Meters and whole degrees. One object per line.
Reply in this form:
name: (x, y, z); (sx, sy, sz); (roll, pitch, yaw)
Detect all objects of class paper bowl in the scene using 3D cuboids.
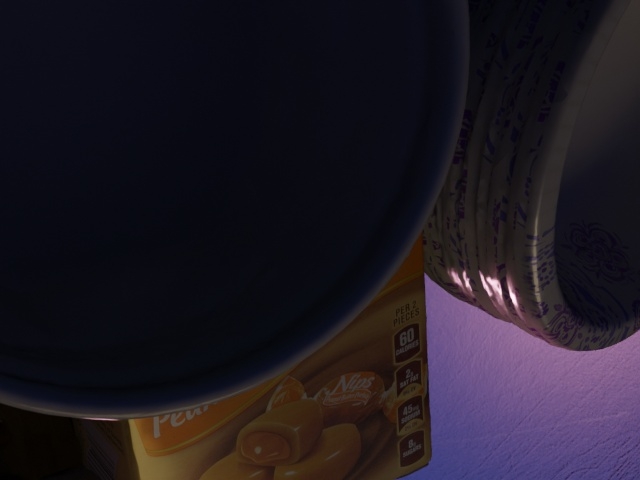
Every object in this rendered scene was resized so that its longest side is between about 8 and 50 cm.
paper bowl: (0.143, -0.092, 0.984); (0.148, 0.284, 0.284); (27, -152, 32)

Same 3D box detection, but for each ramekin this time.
ramekin: (-0.071, -0.056, 0.512); (0.207, 0.207, 0.109); (-18, -172, -21)

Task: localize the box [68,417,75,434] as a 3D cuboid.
box: (-0.271, 0.077, 1.229); (0.472, 0.297, 0.480); (-17, 179, 33)

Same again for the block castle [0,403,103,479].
block castle: (-0.349, 0.098, 0.865); (0.453, 0.303, 0.213); (-20, 177, 34)

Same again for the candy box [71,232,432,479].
candy box: (-0.043, 0.013, 0.893); (0.183, 0.316, 0.087); (-23, -140, -24)
